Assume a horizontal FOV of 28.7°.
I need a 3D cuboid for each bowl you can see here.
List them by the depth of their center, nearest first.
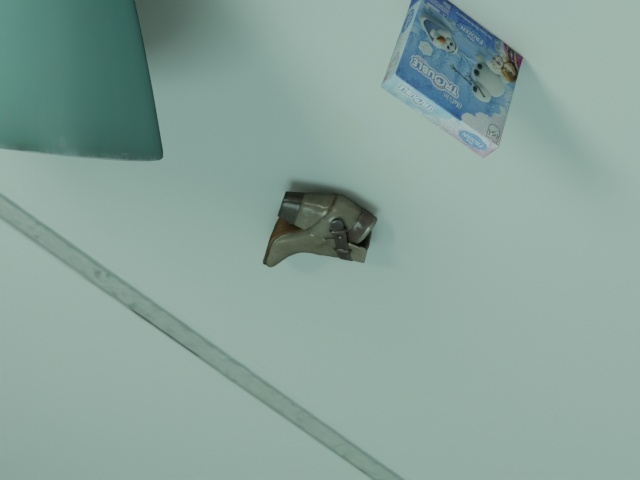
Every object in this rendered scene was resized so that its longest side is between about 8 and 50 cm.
[{"bbox_3d":[-0.250,-0.155,0.849,0.311,0.163,0.311,10,-175,-1],"label":"bowl"}]

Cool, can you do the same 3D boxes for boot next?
[{"bbox_3d":[0.000,0.000,1.107,0.087,0.042,0.118,19,146,-2],"label":"boot"}]

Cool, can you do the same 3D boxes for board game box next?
[{"bbox_3d":[0.092,-0.116,0.854,0.090,0.090,0.020,32,144,-18],"label":"board game box"}]
